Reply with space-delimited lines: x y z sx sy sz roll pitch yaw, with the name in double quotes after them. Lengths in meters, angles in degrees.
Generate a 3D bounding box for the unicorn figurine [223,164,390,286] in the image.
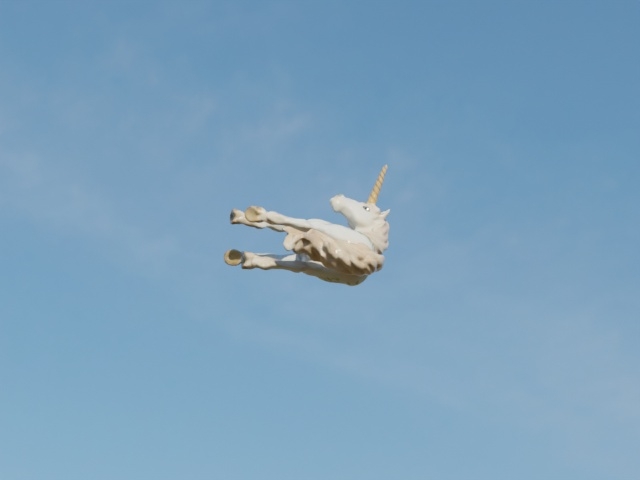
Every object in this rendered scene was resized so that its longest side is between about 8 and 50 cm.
0.000 0.000 0.941 0.111 0.060 0.162 6 20 -13 "unicorn figurine"
